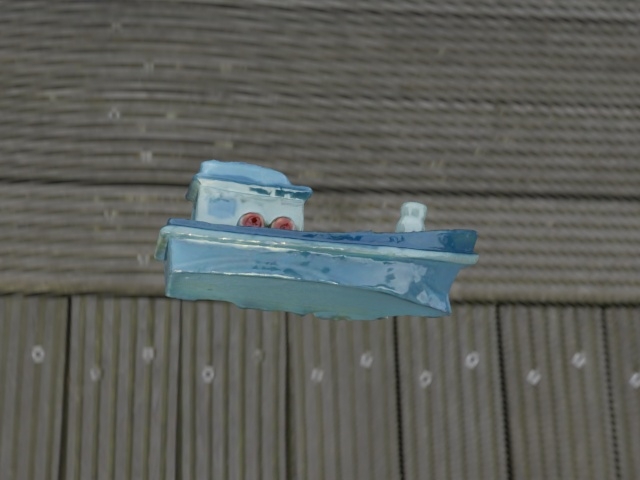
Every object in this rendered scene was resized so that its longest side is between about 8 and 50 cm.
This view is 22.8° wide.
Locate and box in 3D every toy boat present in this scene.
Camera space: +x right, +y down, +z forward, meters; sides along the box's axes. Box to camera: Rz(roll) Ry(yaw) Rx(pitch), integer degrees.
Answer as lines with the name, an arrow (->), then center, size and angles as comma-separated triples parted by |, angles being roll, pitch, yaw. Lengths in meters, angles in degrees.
toy boat -> 0.000, 0.000, 1.162 | 0.237, 0.109, 0.098 | 7, 72, -8
